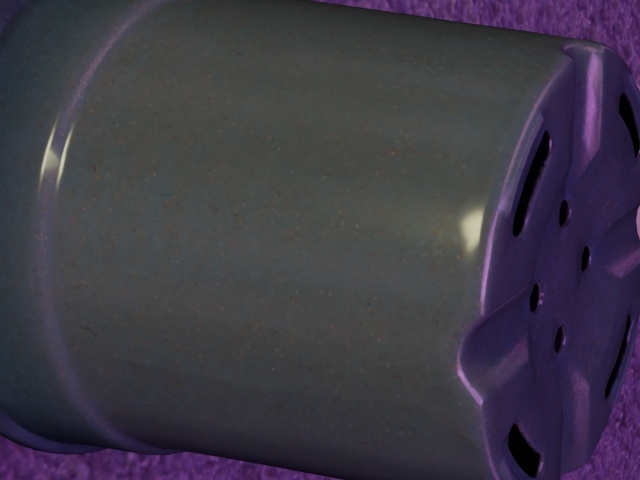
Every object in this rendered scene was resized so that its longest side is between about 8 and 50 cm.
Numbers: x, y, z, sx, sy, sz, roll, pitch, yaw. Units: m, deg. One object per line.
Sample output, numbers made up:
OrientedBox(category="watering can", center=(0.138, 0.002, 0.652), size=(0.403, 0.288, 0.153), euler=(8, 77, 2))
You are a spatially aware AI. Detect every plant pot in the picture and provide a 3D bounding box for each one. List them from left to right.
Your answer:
OrientedBox(category="plant pot", center=(0.000, 0.000, 0.705), size=(0.341, 0.334, 0.341), euler=(-23, 118, -54))

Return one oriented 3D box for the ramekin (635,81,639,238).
OrientedBox(category="ramekin", center=(0.193, -0.025, 1.080), size=(0.277, 0.135, 0.277), euler=(-13, 108, -43))
